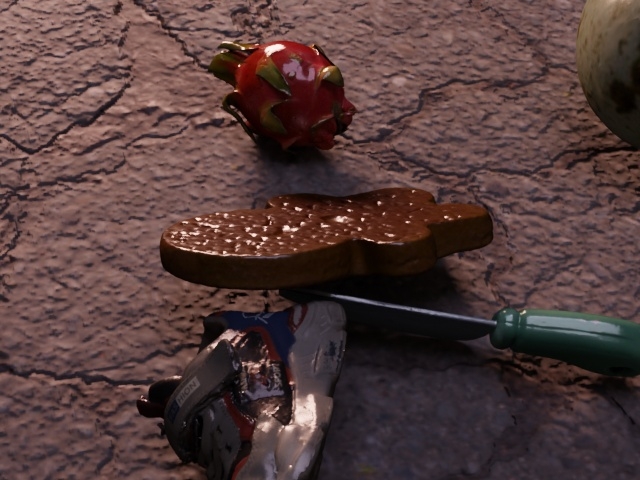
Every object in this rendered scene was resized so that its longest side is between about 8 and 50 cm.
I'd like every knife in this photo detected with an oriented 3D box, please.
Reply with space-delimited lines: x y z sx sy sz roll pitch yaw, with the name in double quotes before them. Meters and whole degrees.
"knife" 0.099 0.058 1.239 0.260 0.063 0.034 9 74 -1

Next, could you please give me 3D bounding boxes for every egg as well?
"egg" 0.290 -0.160 1.403 0.169 0.169 0.231 21 36 14

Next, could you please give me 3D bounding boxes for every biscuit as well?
"biscuit" 0.000 0.000 1.255 0.236 0.039 0.180 -8 17 -30

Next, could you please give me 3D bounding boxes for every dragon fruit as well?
"dragon fruit" -0.031 -0.117 1.387 0.086 0.081 0.116 -38 60 -23

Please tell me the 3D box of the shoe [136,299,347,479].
"shoe" -0.056 0.113 1.134 0.125 0.099 0.227 16 40 -1
